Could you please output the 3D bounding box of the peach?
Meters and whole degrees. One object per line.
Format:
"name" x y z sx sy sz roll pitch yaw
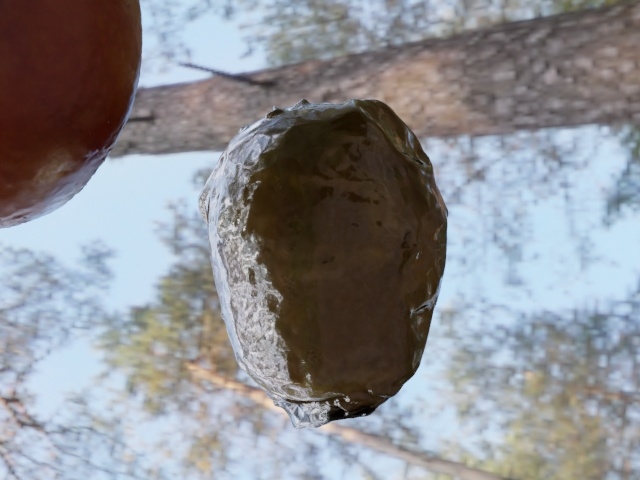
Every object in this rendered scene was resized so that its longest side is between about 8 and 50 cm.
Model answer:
"peach" -0.247 -0.144 1.229 0.281 0.238 0.281 -22 -64 -54

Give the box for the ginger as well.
"ginger" 0.003 -0.001 1.406 0.223 0.200 0.269 54 -150 -21
